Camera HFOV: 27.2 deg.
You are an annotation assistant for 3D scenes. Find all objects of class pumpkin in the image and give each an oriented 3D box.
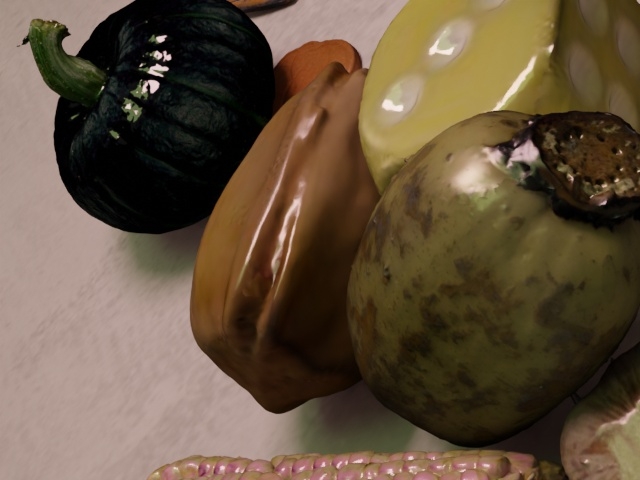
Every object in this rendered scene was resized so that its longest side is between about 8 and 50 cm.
[{"bbox_3d":[-0.177,-0.136,1.263,0.248,0.248,0.248,-27,45,31],"label":"pumpkin"}]

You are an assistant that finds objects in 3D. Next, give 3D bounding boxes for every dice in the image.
[{"bbox_3d":[0.143,-0.091,0.945,0.169,0.169,0.166,-15,52,40],"label":"dice"}]

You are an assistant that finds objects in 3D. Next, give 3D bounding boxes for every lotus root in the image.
[{"bbox_3d":[0.105,0.040,0.845,0.309,0.173,0.173,114,164,-54],"label":"lotus root"}]

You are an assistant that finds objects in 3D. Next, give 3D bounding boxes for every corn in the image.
[{"bbox_3d":[0.009,0.201,0.887,0.335,0.126,0.127,-9,56,34],"label":"corn"}]

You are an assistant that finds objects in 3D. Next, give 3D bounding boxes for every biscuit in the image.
[{"bbox_3d":[-0.015,-0.152,1.286,0.130,0.019,0.102,-4,58,46],"label":"biscuit"}]

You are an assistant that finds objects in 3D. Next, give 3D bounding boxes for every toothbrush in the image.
[{"bbox_3d":[-0.143,-0.250,1.493,0.321,0.031,0.023,-4,69,42],"label":"toothbrush"}]

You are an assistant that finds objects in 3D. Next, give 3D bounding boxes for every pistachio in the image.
[{"bbox_3d":[0.000,0.000,1.013,0.162,0.213,0.261,20,70,13],"label":"pistachio"}]

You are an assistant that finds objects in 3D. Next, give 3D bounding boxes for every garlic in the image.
[{"bbox_3d":[0.214,0.125,0.764,0.147,0.102,0.159,10,81,35],"label":"garlic"}]

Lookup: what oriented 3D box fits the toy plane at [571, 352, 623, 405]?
[{"bbox_3d":[0.188,0.116,0.859,0.077,0.024,0.084,13,79,46],"label":"toy plane"}]
